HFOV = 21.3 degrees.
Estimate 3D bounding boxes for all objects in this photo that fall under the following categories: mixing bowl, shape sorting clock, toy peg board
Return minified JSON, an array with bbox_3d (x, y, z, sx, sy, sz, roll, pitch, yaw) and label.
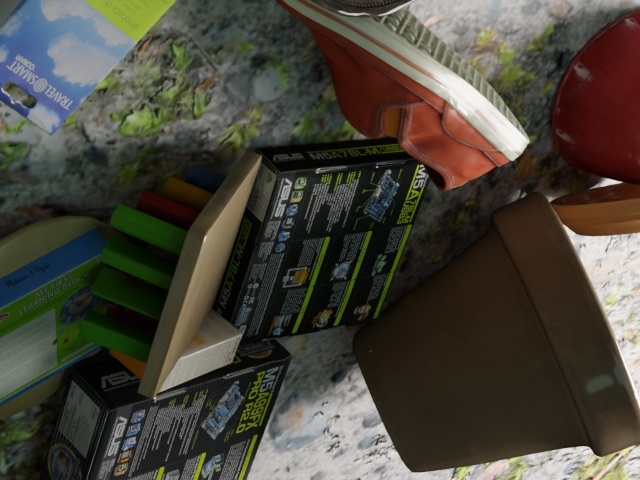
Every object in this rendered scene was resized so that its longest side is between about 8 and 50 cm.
[{"bbox_3d":[0.325,-0.121,1.644,0.181,0.098,0.181,-18,130,-23],"label":"mixing bowl"},{"bbox_3d":[-0.238,0.064,1.375,0.206,0.040,0.206,-34,151,-22],"label":"shape sorting clock"},{"bbox_3d":[-0.126,0.013,1.384,0.160,0.079,0.161,-61,173,-60],"label":"toy peg board"}]

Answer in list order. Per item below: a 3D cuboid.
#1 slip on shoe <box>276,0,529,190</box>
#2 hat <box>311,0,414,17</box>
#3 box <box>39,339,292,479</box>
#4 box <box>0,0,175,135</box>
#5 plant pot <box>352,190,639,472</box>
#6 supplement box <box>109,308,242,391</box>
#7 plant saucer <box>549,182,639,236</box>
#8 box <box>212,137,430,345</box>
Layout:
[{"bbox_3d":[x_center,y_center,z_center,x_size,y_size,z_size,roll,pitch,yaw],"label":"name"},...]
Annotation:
[{"bbox_3d":[0.053,-0.133,1.386,0.101,0.123,0.331,-40,140,14],"label":"slip on shoe"},{"bbox_3d":[0.078,-0.300,1.170,0.331,0.134,0.331,-21,121,-38],"label":"hat"},{"bbox_3d":[-0.157,0.214,1.557,0.216,0.060,0.270,-14,135,-43],"label":"box"},{"bbox_3d":[-0.172,-0.171,1.213,0.178,0.042,0.109,-47,142,5],"label":"box"},{"bbox_3d":[0.163,0.117,1.649,0.229,0.263,0.263,-25,142,4],"label":"plant pot"},{"bbox_3d":[-0.124,0.089,1.468,0.098,0.062,0.036,-19,138,-48],"label":"supplement box"},{"bbox_3d":[0.327,-0.036,1.678,0.200,0.200,0.037,-13,96,-34],"label":"plant saucer"},{"bbox_3d":[0.000,0.000,1.530,0.184,0.045,0.190,-10,131,-39],"label":"box"}]
